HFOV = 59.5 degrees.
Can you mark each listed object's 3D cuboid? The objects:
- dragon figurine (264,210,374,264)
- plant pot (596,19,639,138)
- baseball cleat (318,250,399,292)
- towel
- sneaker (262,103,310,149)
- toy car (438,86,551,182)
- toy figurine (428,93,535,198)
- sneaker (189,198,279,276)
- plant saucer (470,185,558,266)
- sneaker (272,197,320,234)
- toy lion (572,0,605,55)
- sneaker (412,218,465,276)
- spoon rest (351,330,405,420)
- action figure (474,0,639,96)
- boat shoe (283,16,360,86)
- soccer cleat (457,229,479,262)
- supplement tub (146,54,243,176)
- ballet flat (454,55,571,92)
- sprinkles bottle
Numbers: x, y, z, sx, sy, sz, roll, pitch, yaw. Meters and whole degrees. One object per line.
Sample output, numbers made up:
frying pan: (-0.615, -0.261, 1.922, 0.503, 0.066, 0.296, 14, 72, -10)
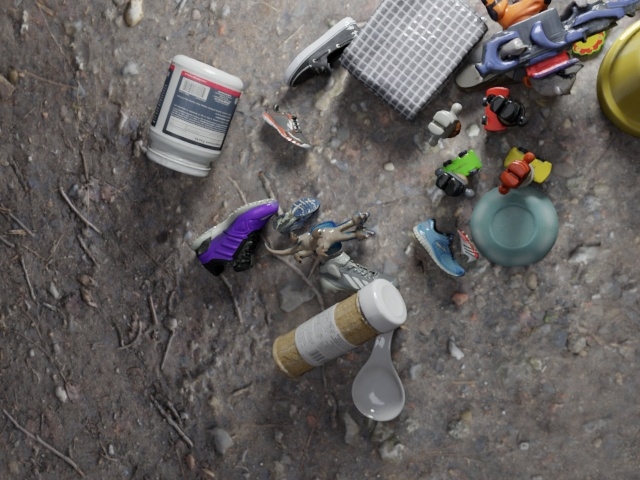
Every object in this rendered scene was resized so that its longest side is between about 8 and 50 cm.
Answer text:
dragon figurine: (0.000, 0.000, 1.423, 0.289, 0.144, 0.085, -19, 89, 40)
plant pot: (0.678, -0.325, 1.068, 0.254, 0.239, 0.254, 2, 96, 20)
baseball cleat: (0.090, 0.083, 1.395, 0.206, 0.072, 0.109, -1, 115, 20)
towel: (0.211, -0.448, 1.276, 0.235, 0.121, 0.283, 40, 106, 3)
sneaker: (-0.079, -0.297, 1.444, 0.158, 0.061, 0.065, 41, 100, 12)
toy car: (0.377, -0.199, 1.287, 0.225, 0.053, 0.239, -30, 83, 20)
toy figurine: (0.343, -0.196, 1.200, 0.210, 0.148, 0.213, -10, 93, 27)
sneaker: (-0.206, 0.002, 1.497, 0.293, 0.102, 0.146, -31, 86, 26)
plant saucer: (0.441, -0.033, 1.285, 0.195, 0.037, 0.194, 2, 95, 21)
sneaker: (-0.060, -0.062, 1.463, 0.135, 0.058, 0.052, -31, 58, 0)
toy lion: (0.578, -0.454, 1.205, 0.100, 0.034, 0.096, -33, 90, 19)
sneaker: (0.292, 0.016, 1.331, 0.073, 0.063, 0.162, -39, 81, 15)
spoon rest: (0.152, 0.318, 1.395, 0.137, 0.084, 0.276, 9, 97, 19)
action figure: (0.476, -0.454, 1.145, 0.341, 0.178, 0.330, -12, 87, 16)
boat shoe: (0.011, -0.449, 1.392, 0.228, 0.080, 0.076, -37, 80, 11)
soccer cleat: (0.343, 0.014, 1.329, 0.036, 0.029, 0.083, -33, 88, 15)
supplement tub: (-0.331, -0.323, 1.461, 0.191, 0.191, 0.272, 26, 103, 16)
ballet flat: (0.427, -0.381, 1.258, 0.250, 0.058, 0.084, -11, 80, 15)
sprinkles bottle: (0.038, 0.221, 1.373, 0.355, 0.121, 0.121, -34, 83, 31)
